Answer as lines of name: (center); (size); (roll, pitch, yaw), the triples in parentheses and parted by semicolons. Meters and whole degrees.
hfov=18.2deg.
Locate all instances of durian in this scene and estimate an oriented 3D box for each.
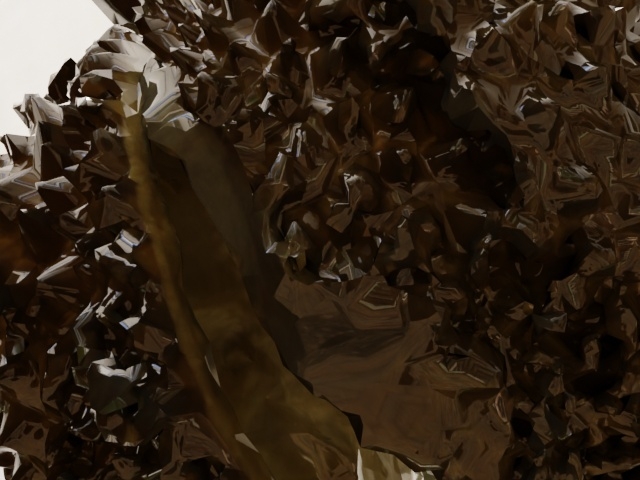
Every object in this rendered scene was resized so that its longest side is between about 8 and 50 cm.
durian: (0.000, 0.000, 0.454); (0.196, 0.196, 0.167); (17, -1, 16)
